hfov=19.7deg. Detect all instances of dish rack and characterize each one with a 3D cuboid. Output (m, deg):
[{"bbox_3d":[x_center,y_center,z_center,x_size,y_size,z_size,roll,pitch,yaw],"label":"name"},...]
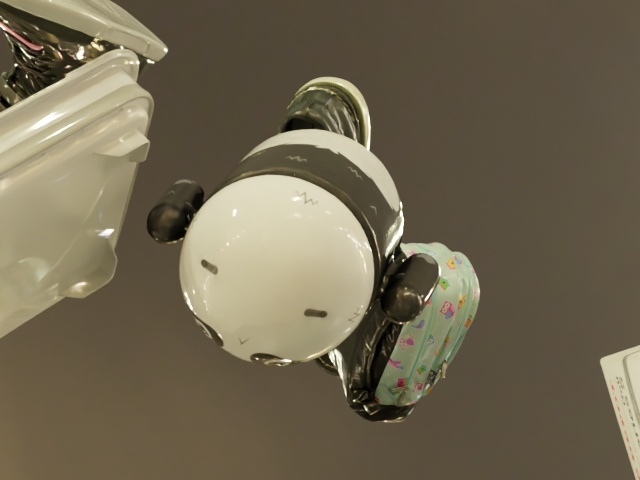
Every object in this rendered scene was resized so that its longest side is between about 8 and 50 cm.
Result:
[{"bbox_3d":[-0.268,0.008,1.547,0.333,0.072,0.285,-34,-21,-37],"label":"dish rack"}]

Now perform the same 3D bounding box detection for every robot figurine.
[{"bbox_3d":[-0.022,0.004,1.611,0.209,0.278,0.174,-20,-78,17],"label":"robot figurine"}]

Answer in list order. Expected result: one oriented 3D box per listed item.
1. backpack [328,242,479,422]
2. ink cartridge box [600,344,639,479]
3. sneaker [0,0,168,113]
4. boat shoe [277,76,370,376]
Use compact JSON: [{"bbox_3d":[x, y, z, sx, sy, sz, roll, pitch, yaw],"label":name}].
[{"bbox_3d":[0.084,0.081,1.915,0.115,0.152,0.182,2,-52,-31],"label":"backpack"},{"bbox_3d":[0.327,0.171,1.480,0.114,0.198,0.273,-16,-4,-3],"label":"ink cartridge box"},{"bbox_3d":[-0.244,-0.154,1.621,0.147,0.104,0.296,-52,-17,7],"label":"sneaker"},{"bbox_3d":[0.004,0.000,2.006,0.127,0.113,0.340,7,-72,16],"label":"boat shoe"}]
